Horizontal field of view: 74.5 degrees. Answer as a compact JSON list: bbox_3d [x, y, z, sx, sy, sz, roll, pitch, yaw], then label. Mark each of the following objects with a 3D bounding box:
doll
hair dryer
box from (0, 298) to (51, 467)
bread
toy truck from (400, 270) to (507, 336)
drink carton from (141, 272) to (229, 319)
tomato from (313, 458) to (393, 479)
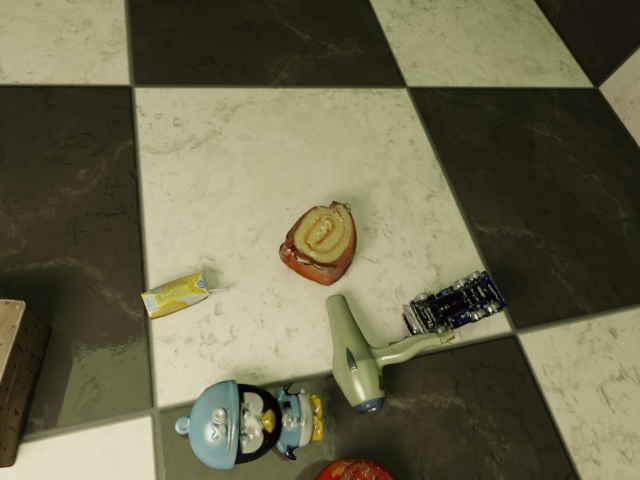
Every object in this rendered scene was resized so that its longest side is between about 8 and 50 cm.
[{"bbox_3d":[-0.150,0.393,0.912,0.314,0.141,0.177,3,66,-17],"label":"doll"},{"bbox_3d":[0.130,0.234,1.063,0.298,0.119,0.296,-40,58,-4],"label":"hair dryer"},{"bbox_3d":[-0.697,0.277,0.804,0.225,0.190,0.296,5,60,-12],"label":"box"},{"bbox_3d":[0.011,0.006,1.173,0.190,0.123,0.244,33,60,2],"label":"bread"},{"bbox_3d":[0.350,0.191,1.147,0.268,0.155,0.124,-17,68,-19],"label":"toy truck"},{"bbox_3d":[-0.331,0.128,1.041,0.200,0.084,0.074,-21,80,-25],"label":"drink carton"},{"bbox_3d":[0.048,0.557,0.877,0.233,0.140,0.200,35,60,-35],"label":"tomato"}]
